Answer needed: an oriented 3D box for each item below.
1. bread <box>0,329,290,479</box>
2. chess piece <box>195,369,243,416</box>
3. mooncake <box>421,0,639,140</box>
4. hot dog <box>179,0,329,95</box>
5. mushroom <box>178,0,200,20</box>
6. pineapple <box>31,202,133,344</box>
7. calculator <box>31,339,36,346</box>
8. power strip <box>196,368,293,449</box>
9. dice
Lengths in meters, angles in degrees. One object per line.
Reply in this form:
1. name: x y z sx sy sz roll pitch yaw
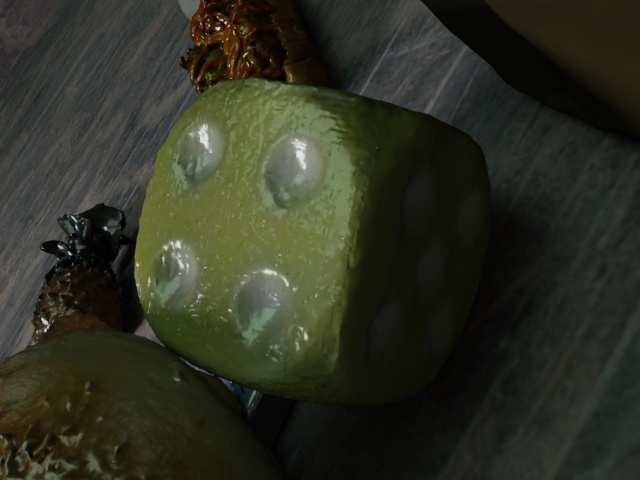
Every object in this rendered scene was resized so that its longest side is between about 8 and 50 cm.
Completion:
1. bread: -0.123 0.201 0.384 0.305 0.158 0.306 12 108 38
2. chess piece: -0.120 0.165 0.524 0.122 0.066 0.066 -52 35 16
3. mooncake: 0.225 -0.290 0.356 0.467 0.262 0.467 -29 44 31
4. hot dog: -0.092 -0.227 0.801 0.158 0.117 0.349 -50 35 26
5. mushroom: -0.153 -0.454 1.094 0.116 0.093 0.225 11 61 30
6. pineapple: -0.301 0.044 0.863 0.237 0.119 0.111 -109 34 -48
7. calculator: -0.361 0.113 0.943 0.100 0.032 0.175 -10 56 46
8. power strip: -0.051 0.090 0.583 0.109 0.037 0.279 12 73 54
9. dice: 0.000 0.000 0.435 0.166 0.169 0.169 16 94 34
